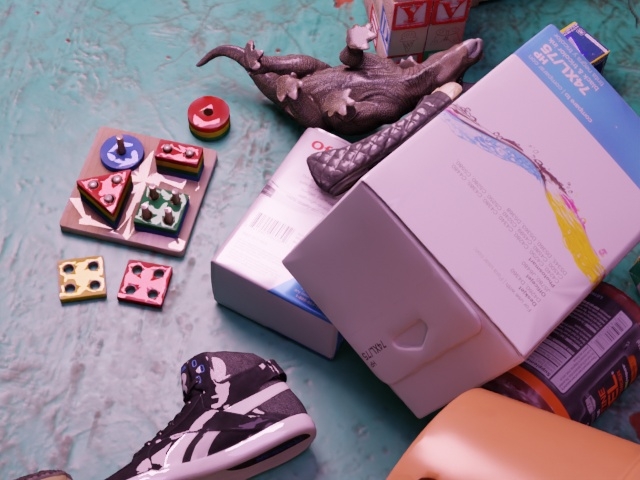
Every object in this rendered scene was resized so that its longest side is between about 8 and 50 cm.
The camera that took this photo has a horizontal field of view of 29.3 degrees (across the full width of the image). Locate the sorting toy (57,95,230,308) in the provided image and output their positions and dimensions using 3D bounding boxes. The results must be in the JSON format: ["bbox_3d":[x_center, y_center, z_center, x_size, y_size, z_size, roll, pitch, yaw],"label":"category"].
[{"bbox_3d":[-0.189,-0.054,1.257,0.132,0.046,0.274,13,58,6],"label":"sorting toy"}]

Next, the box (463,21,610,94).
[{"bbox_3d":[0.236,-0.171,1.346,0.169,0.054,0.059,-33,64,-21],"label":"box"}]

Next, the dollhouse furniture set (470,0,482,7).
[{"bbox_3d":[0.210,-0.397,1.444,0.129,0.129,0.183,-14,59,-11],"label":"dollhouse furniture set"}]

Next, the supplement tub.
[{"bbox_3d":[0.212,0.131,1.124,0.198,0.106,0.106,-40,67,-23],"label":"supplement tub"}]

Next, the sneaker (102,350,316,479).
[{"bbox_3d":[-0.124,0.172,1.105,0.217,0.079,0.121,-19,57,-23],"label":"sneaker"}]

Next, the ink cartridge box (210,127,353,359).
[{"bbox_3d":[0.000,0.000,1.210,0.140,0.082,0.190,27,58,13],"label":"ink cartridge box"}]

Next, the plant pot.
[{"bbox_3d":[0.151,0.251,0.943,0.203,0.291,0.291,32,62,22],"label":"plant pot"}]

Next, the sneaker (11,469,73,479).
[{"bbox_3d":[-0.326,0.357,0.967,0.182,0.158,0.410,49,61,-10],"label":"sneaker"}]

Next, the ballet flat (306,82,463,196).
[{"bbox_3d":[0.065,-0.106,1.185,0.173,0.057,0.049,-34,81,-9],"label":"ballet flat"}]

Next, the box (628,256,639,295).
[{"bbox_3d":[0.411,0.042,1.219,0.179,0.043,0.105,-16,69,-10],"label":"box"}]

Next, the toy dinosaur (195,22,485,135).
[{"bbox_3d":[0.014,-0.152,1.280,0.314,0.160,0.121,-4,71,25],"label":"toy dinosaur"}]

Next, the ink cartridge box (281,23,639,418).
[{"bbox_3d":[0.146,-0.014,1.095,0.197,0.198,0.270,49,59,2],"label":"ink cartridge box"}]

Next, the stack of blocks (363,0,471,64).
[{"bbox_3d":[0.089,-0.352,1.387,0.087,0.171,0.297,-8,58,-8],"label":"stack of blocks"}]
